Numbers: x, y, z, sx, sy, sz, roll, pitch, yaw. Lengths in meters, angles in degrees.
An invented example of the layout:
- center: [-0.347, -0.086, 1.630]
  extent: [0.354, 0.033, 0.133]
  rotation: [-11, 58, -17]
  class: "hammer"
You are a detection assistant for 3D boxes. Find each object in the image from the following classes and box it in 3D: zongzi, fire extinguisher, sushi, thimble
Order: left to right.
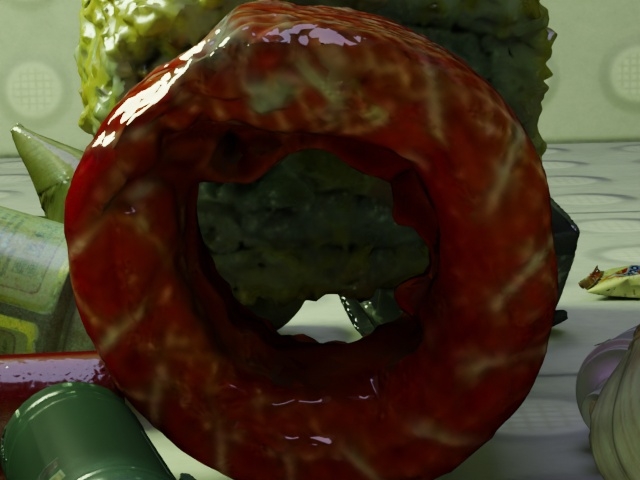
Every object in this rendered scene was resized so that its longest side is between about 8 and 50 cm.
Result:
- center: [-0.125, 0.155, 0.989]
  extent: [0.095, 0.114, 0.311]
  rotation: [35, 0, -17]
  class: "fire extinguisher"
- center: [-0.152, -0.014, 1.636]
  extent: [0.274, 0.125, 0.251]
  rotation: [50, 25, 17]
  class: "zongzi"
- center: [-0.009, -0.140, 1.425]
  extent: [0.397, 0.351, 0.240]
  rotation: [-2, 32, -12]
  class: "sushi"
- center: [0.000, 0.000, 1.194]
  extent: [0.350, 0.350, 0.230]
  rotation: [-1, 14, 2]
  class: "thimble"

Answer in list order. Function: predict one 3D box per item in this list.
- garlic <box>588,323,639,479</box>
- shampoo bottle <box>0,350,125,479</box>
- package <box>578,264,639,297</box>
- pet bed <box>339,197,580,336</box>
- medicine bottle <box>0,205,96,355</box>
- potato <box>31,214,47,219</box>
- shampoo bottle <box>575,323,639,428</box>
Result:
- center: [0.317, 0.106, 1.062]
  extent: [0.253, 0.245, 0.245]
  rotation: [38, 22, 13]
  class: "garlic"
- center: [-0.270, 0.132, 1.197]
  extent: [0.260, 0.102, 0.064]
  rotation: [-3, -20, -4]
  class: "shampoo bottle"
- center: [0.353, 0.044, 1.853]
  extent: [0.121, 0.031, 0.108]
  rotation: [1, 9, 19]
  class: "package"
- center: [0.125, 0.027, 1.670]
  extent: [0.211, 0.159, 0.183]
  rotation: [-9, 36, -29]
  class: "pet bed"
- center: [-0.322, 0.034, 1.430]
  extent: [0.322, 0.151, 0.151]
  rotation: [16, 11, 6]
  class: "medicine bottle"
- center: [-0.299, 0.040, 1.632]
  extent: [0.169, 0.143, 0.248]
  rotation: [12, 11, 13]
  class: "potato"
- center: [0.279, 0.100, 1.317]
  extent: [0.092, 0.092, 0.303]
  rotation: [4, 10, 33]
  class: "shampoo bottle"
